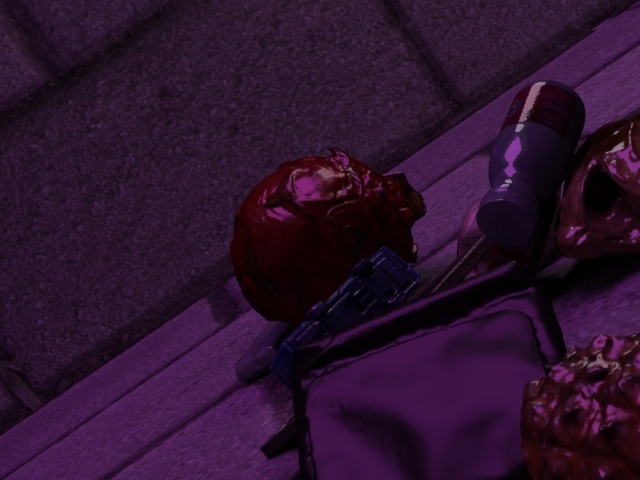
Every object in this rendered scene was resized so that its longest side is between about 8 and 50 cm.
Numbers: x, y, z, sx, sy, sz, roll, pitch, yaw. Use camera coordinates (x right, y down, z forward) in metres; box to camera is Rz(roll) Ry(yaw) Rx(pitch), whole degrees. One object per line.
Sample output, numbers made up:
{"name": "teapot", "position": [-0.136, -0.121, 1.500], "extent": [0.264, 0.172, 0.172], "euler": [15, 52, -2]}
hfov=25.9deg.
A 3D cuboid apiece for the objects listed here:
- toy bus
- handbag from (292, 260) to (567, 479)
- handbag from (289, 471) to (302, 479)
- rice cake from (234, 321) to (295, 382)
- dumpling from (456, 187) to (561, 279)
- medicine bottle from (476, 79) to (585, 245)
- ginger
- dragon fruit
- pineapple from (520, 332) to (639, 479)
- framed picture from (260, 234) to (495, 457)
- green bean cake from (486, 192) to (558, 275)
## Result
{"name": "toy bus", "position": [0.030, 0.101, 1.762], "extent": [0.236, 0.079, 0.094], "euler": [-42, -5, -44]}
{"name": "handbag", "position": [0.099, 0.148, 1.166], "extent": [0.247, 0.080, 0.223], "euler": [-23, 42, 13]}
{"name": "handbag", "position": [0.079, 0.196, 1.290], "extent": [0.332, 0.075, 0.191], "euler": [-37, 10, -14]}
{"name": "rice cake", "position": [-0.077, 0.167, 2.299], "extent": [0.085, 0.040, 0.226], "euler": [-32, 8, 20]}
{"name": "dumpling", "position": [0.251, -0.014, 1.803], "extent": [0.136, 0.118, 0.199], "euler": [8, 69, 58]}
{"name": "medicine bottle", "position": [0.239, -0.090, 1.599], "extent": [0.090, 0.090, 0.216], "euler": [-27, 25, 42]}
{"name": "ginger", "position": [0.338, -0.049, 1.598], "extent": [0.221, 0.130, 0.276], "euler": [-42, 2, 40]}
{"name": "dragon fruit", "position": [0.000, 0.000, 2.159], "extent": [0.343, 0.277, 0.277], "euler": [-29, 8, 24]}
{"name": "pineapple", "position": [0.289, 0.088, 0.790], "extent": [0.340, 0.169, 0.169], "euler": [-26, 10, 32]}
{"name": "framed picture", "position": [0.070, 0.129, 1.710], "extent": [0.324, 0.020, 0.240], "euler": [-46, -2, 40]}
{"name": "green bean cake", "position": [0.239, 0.005, 1.665], "extent": [0.135, 0.056, 0.135], "euler": [-61, -16, -48]}
